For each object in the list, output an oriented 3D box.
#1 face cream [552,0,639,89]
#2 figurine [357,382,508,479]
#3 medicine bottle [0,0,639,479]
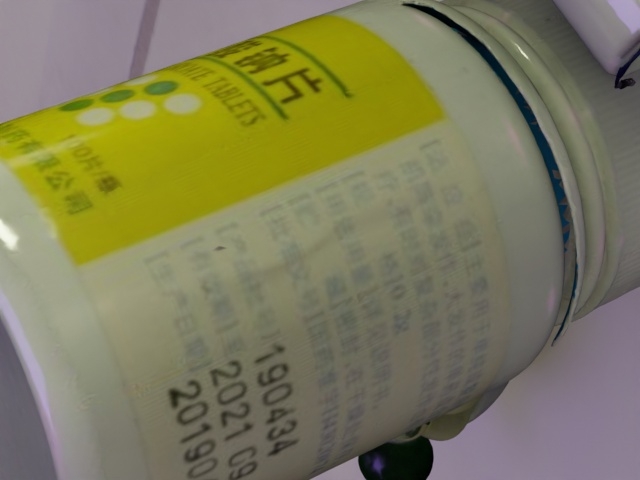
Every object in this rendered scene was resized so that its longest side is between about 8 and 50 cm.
[{"bbox_3d":[0.051,-0.162,0.543,0.243,0.092,0.058,56,157,11],"label":"face cream"},{"bbox_3d":[0.022,0.037,0.732,0.197,0.093,0.147,-12,89,64],"label":"figurine"},{"bbox_3d":[0.000,0.000,0.558,0.143,0.258,0.143,42,143,43],"label":"medicine bottle"}]
